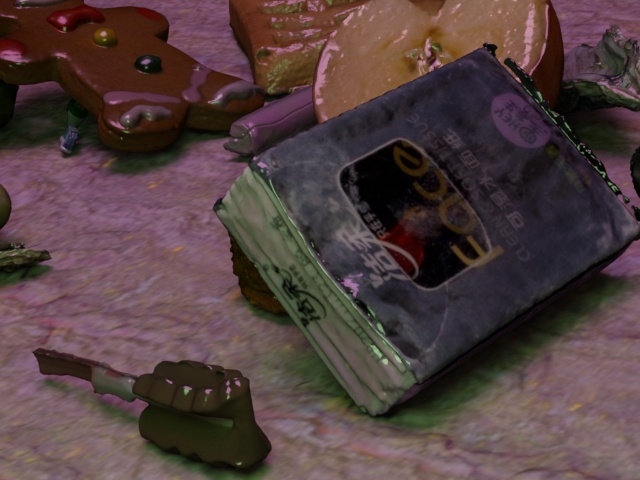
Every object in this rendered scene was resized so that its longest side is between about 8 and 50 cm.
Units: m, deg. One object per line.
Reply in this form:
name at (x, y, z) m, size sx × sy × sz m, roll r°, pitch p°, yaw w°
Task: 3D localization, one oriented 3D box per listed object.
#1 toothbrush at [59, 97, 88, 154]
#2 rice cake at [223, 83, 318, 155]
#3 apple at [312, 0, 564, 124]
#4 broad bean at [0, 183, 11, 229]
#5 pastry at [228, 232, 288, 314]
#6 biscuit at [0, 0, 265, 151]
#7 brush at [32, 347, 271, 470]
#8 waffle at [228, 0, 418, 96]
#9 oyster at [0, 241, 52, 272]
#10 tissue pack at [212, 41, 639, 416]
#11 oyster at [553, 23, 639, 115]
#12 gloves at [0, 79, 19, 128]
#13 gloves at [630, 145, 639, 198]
toothbrush at (-0.326, -0.178, 2.301) m, size 0.030 × 0.030 × 0.304 m, roll -7°, pitch 23°, yaw 0°
rice cake at (-0.019, -0.167, 2.168) m, size 0.055 × 0.049 × 0.270 m, roll 29°, pitch 39°, yaw 31°
apple at (0.156, -0.170, 1.985) m, size 0.293 × 0.163 × 0.251 m, roll -15°, pitch 53°, yaw 24°
broad bean at (-0.477, -0.024, 1.879) m, size 0.263 × 0.121 × 0.189 m, roll -20°, pitch 0°, yaw -27°
pastry at (0.000, 0.000, 1.737) m, size 0.188 × 0.103 × 0.189 m, roll -5°, pitch 25°, yaw 2°
biscuit at (-0.294, -0.255, 2.228) m, size 0.283 × 0.064 × 0.432 m, roll -20°, pitch 46°, yaw -41°
brush at (-0.159, 0.134, 1.530) m, size 0.301 × 0.084 × 0.071 m, roll 11°, pitch 31°, yaw 45°
waffle at (0.025, -0.306, 2.427) m, size 0.304 × 0.078 × 0.348 m, roll -10°, pitch 25°, yaw -5°
oyster at (-0.386, 0.037, 1.839) m, size 0.199 × 0.061 × 0.106 m, roll -13°, pitch 4°, yaw -17°
tissue pack at (0.107, -0.017, 1.613) m, size 0.361 × 0.122 × 0.259 m, roll -27°, pitch 73°, yaw -40°
oyster at (0.316, -0.199, 2.063) m, size 0.252 × 0.087 × 0.199 m, roll -20°, pitch 17°, yaw 44°
gloves at (-0.454, -0.182, 2.241) m, size 0.135 × 0.107 × 0.268 m, roll -32°, pitch 27°, yaw 38°
gloves at (0.427, -0.155, 1.860) m, size 0.135 × 0.210 × 0.312 m, roll 14°, pitch 47°, yaw 12°
